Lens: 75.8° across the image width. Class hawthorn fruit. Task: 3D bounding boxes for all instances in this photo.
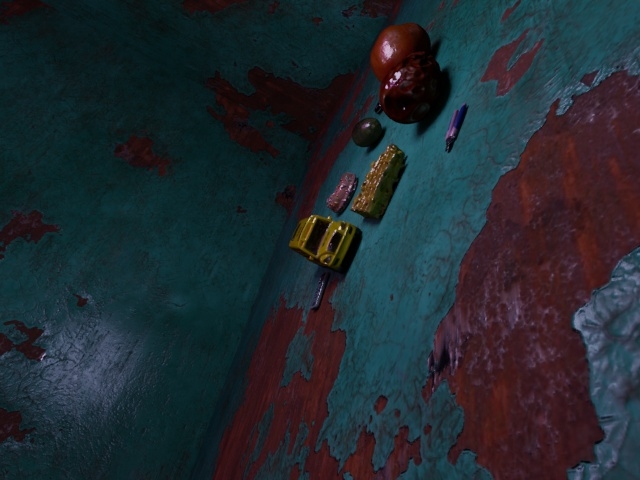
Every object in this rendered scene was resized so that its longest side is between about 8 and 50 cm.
[{"bbox_3d":[0.261,-0.559,1.292,0.196,0.196,0.226,-52,42,46],"label":"hawthorn fruit"}]

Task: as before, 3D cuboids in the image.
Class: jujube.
[{"bbox_3d":[0.239,-0.405,1.077,0.155,0.155,0.230,-53,10,44],"label":"jujube"}]

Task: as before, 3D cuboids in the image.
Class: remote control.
[{"bbox_3d":[-0.001,0.157,1.285,0.053,0.017,0.125,-41,27,62],"label":"remote control"}]

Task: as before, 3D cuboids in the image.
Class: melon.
[{"bbox_3d":[0.168,-0.390,1.482,0.099,0.099,0.162,-66,13,-7],"label":"melon"}]

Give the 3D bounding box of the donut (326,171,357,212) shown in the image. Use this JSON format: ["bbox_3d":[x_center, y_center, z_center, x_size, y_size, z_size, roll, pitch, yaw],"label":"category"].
[{"bbox_3d":[0.076,-0.166,1.504,0.166,0.065,0.117,-61,11,24],"label":"donut"}]

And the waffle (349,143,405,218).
[{"bbox_3d":[0.163,-0.165,1.131,0.211,0.055,0.160,-66,12,0],"label":"waffle"}]

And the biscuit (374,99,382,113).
[{"bbox_3d":[0.246,-0.552,1.646,0.087,0.027,0.089,-52,18,46],"label":"biscuit"}]

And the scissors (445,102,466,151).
[{"bbox_3d":[0.280,-0.235,0.864,0.113,0.012,0.039,-68,12,-16],"label":"scissors"}]

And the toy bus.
[{"bbox_3d":[0.000,0.000,1.277,0.144,0.152,0.330,-65,11,-5],"label":"toy bus"}]
